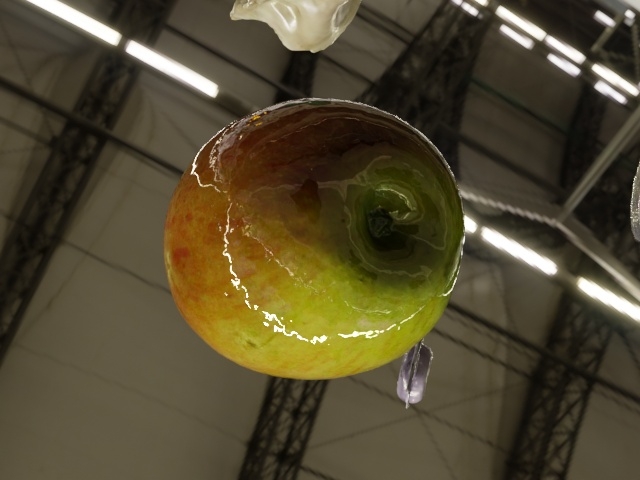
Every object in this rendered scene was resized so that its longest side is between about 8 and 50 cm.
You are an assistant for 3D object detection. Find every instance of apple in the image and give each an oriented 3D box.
[{"bbox_3d":[0.000,0.000,0.686,0.196,0.196,0.196,27,-154,-15],"label":"apple"}]

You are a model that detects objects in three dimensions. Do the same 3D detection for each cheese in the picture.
[{"bbox_3d":[0.137,0.191,1.510,0.042,0.105,0.191,12,168,10],"label":"cheese"}]

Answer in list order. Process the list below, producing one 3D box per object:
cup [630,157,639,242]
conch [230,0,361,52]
[{"bbox_3d":[0.478,-0.045,1.012,0.288,0.203,0.203,25,-162,32],"label":"cup"},{"bbox_3d":[-0.029,-0.224,0.287,0.186,0.324,0.263,12,-146,-10],"label":"conch"}]
